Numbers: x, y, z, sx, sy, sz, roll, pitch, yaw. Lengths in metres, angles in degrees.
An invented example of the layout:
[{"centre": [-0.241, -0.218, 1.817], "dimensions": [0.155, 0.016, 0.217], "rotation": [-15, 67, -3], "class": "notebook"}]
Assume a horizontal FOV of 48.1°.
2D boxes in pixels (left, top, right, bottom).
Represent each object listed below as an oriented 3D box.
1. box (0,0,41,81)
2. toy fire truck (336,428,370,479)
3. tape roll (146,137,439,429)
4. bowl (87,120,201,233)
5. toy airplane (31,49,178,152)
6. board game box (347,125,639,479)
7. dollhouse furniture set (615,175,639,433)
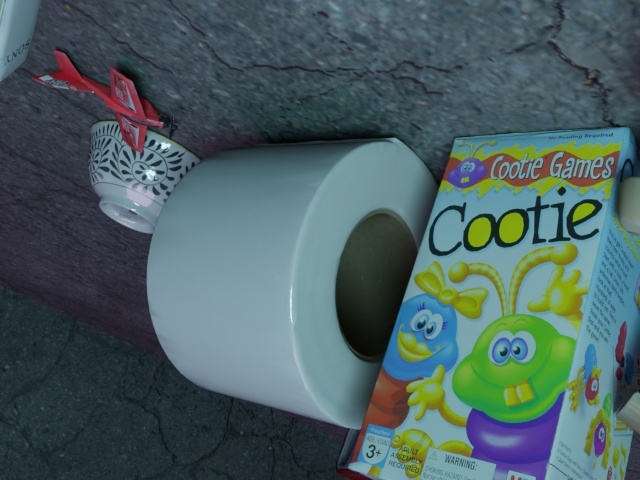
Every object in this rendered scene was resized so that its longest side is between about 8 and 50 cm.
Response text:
[{"centre": [-0.265, -0.242, 0.315], "dimensions": [0.322, 0.058, 0.232], "rotation": [26, 122, -8], "class": "box"}, {"centre": [0.117, 0.168, 0.849], "dimensions": [0.169, 0.254, 0.302], "rotation": [25, 159, -9], "class": "toy fire truck"}, {"centre": [-0.010, 0.033, 0.654], "dimensions": [0.169, 0.246, 0.246], "rotation": [3, 153, 39], "class": "tape roll"}, {"centre": [-0.211, -0.060, 0.850], "dimensions": [0.170, 0.080, 0.170], "rotation": [19, 159, 8], "class": "bowl"}, {"centre": [-0.212, -0.142, 0.720], "dimensions": [0.151, 0.028, 0.151], "rotation": [18, 158, 8], "class": "toy airplane"}, {"centre": [0.153, 0.071, 0.541], "dimensions": [0.142, 0.275, 0.144], "rotation": [3, 153, 40], "class": "board game box"}, {"centre": [0.276, 0.024, 0.321], "dimensions": [0.303, 0.174, 0.355], "rotation": [35, 167, 23], "class": "dollhouse furniture set"}]
